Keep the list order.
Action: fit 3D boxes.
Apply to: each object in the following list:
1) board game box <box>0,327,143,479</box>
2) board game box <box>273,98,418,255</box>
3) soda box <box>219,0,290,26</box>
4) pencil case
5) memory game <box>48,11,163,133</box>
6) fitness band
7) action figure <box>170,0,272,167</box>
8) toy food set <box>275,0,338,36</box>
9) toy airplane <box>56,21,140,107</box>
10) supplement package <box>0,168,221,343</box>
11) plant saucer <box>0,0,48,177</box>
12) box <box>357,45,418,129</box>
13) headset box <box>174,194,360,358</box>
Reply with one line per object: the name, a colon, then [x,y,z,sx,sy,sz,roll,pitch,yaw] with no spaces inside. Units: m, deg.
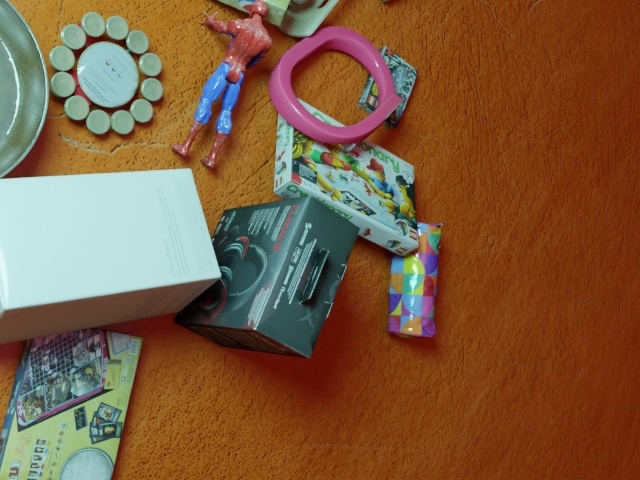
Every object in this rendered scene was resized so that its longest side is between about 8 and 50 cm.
board game box: [-0.368,0.245,1.111,0.165,0.042,0.243,18,77,-33]
board game box: [0.053,-0.113,1.388,0.305,0.053,0.192,25,50,-32]
soda box: [-0.137,-0.428,1.266,0.181,0.061,0.058,21,74,-8]
pencil case: [0.188,0.075,1.488,0.104,0.104,0.236,11,82,-35]
memory game: [-0.324,-0.252,1.157,0.186,0.012,0.186,-4,96,-40]
fitness band: [0.031,-0.278,1.374,0.209,0.054,0.291,45,49,0]
action figure: [-0.169,-0.274,1.268,0.092,0.139,0.280,23,96,-35]
toy food set: [-0.070,-0.542,1.341,0.306,0.092,0.219,45,64,-25]
toy airplane: [-0.343,-0.263,1.168,0.151,0.028,0.151,2,87,-36]
supplement package: [-0.321,0.019,1.052,0.293,0.177,0.175,-8,73,-36]
plant saucer: [-0.509,-0.205,0.962,0.311,0.050,0.310,4,83,-36]
box: [0.136,-0.304,1.514,0.094,0.027,0.137,30,70,-29]
headset box: [-0.080,0.056,1.175,0.110,0.293,0.218,32,70,-30]
